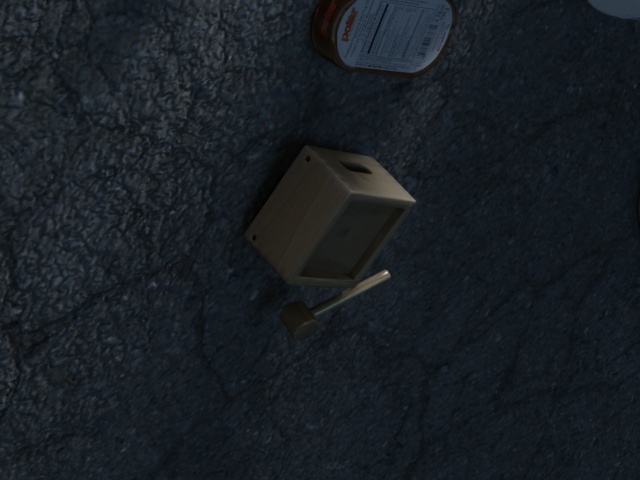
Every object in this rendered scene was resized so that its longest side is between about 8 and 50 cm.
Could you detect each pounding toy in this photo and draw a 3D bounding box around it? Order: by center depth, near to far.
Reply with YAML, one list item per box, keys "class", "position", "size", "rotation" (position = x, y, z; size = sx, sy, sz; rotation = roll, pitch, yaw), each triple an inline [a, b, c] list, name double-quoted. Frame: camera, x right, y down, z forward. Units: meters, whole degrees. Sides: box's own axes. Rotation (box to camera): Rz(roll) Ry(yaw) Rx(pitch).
- class: "pounding toy"
  position: [0.002, 0.005, 1.770]
  size: [0.181, 0.094, 0.206]
  rotation: [5, 126, -53]

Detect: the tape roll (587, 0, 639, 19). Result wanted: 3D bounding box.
- class: "tape roll"
  position: [0.446, -0.394, 1.777]
  size: [0.392, 0.072, 0.392]
  rotation: [-21, 157, -9]

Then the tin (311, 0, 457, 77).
- class: "tin"
  position: [0.071, -0.226, 1.687]
  size: [0.190, 0.040, 0.106]
  rotation: [0, 116, -46]

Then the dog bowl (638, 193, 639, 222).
- class: "dog bowl"
  position: [0.578, -0.088, 2.270]
  size: [0.265, 0.104, 0.265]
  rotation: [-27, 137, -29]
